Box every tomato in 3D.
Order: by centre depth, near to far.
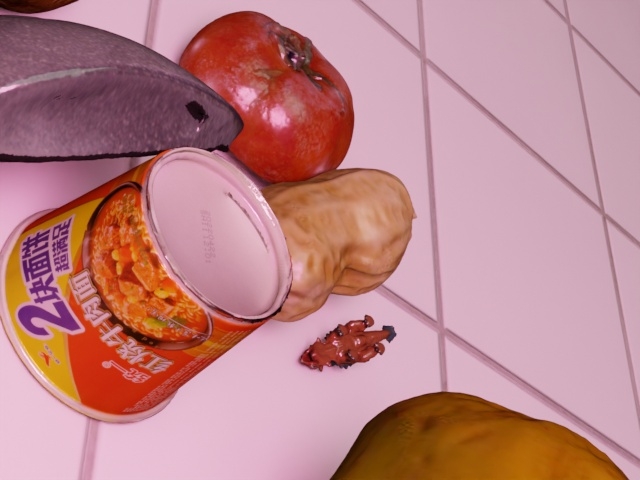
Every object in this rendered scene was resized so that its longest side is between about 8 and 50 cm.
[{"bbox_3d":[-0.048,-0.174,1.362,0.237,0.095,0.236,34,33,-26],"label":"tomato"}]

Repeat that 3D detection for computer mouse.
[{"bbox_3d":[-0.220,-0.131,1.022,0.374,0.203,0.114,-8,105,-51],"label":"computer mouse"}]

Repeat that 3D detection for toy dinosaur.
[{"bbox_3d":[0.035,0.113,1.306,0.154,0.055,0.049,-10,70,-48],"label":"toy dinosaur"}]

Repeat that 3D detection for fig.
[{"bbox_3d":[0.119,0.312,1.042,0.343,0.343,0.343,34,41,-35],"label":"fig"}]

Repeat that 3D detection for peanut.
[{"bbox_3d":[0.000,0.000,1.272,0.305,0.147,0.147,-16,78,-54],"label":"peanut"}]

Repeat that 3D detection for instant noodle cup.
[{"bbox_3d":[-0.138,0.029,1.026,0.213,0.174,0.213,33,41,-34],"label":"instant noodle cup"}]

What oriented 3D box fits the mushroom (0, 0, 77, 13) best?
[{"bbox_3d":[-0.281,-0.330,1.119,0.253,0.153,0.253,-18,90,-73],"label":"mushroom"}]
